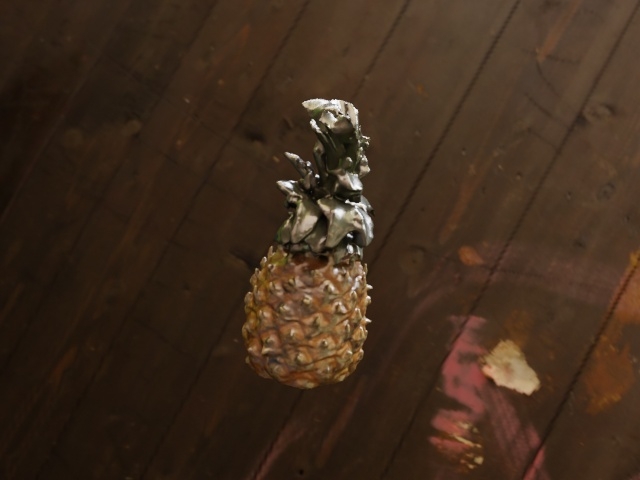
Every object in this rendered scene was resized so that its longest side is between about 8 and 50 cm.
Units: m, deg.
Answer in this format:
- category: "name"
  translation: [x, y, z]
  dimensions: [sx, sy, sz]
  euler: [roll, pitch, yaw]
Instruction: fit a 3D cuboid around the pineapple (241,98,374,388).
- category: "pineapple"
  translation: [0.000, 0.000, 1.110]
  dimensions: [0.141, 0.170, 0.309]
  euler: [14, -79, 27]
